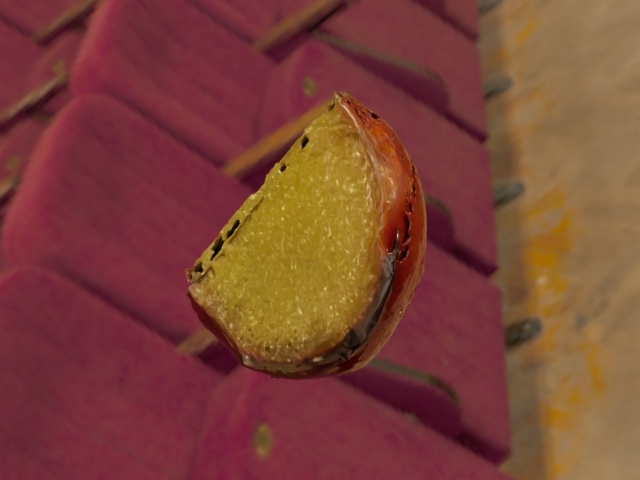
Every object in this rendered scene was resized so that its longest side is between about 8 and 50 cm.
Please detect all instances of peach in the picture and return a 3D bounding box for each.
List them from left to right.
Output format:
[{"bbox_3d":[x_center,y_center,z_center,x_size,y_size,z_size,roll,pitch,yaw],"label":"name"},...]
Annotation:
[{"bbox_3d":[0.001,0.000,0.868,0.127,0.092,0.172,20,96,23],"label":"peach"}]
